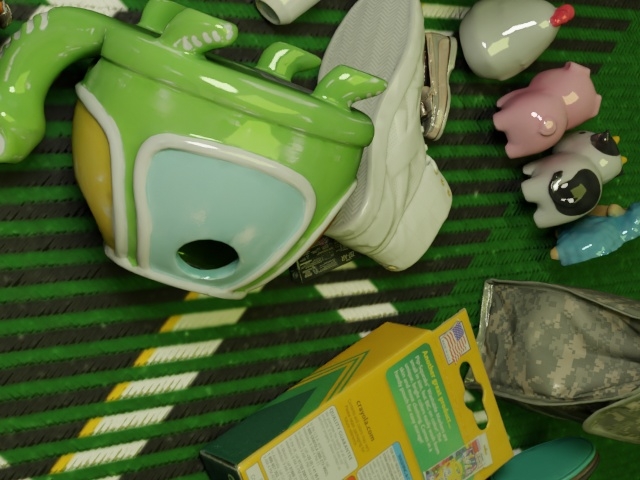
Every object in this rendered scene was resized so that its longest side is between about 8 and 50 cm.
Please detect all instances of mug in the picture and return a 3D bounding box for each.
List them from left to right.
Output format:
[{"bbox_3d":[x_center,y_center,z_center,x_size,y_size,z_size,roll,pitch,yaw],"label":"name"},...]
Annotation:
[{"bbox_3d":[-0.038,-0.255,1.088,0.064,0.078,0.062,-49,151,-14],"label":"mug"}]

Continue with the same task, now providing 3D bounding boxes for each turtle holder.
[{"bbox_3d":[-0.117,-0.081,0.924,0.320,0.243,0.227,11,104,-45],"label":"turtle holder"}]

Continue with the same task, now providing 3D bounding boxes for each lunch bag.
[{"bbox_3d":[0.357,0.148,1.249,0.235,0.287,0.168,16,83,-36],"label":"lunch bag"}]

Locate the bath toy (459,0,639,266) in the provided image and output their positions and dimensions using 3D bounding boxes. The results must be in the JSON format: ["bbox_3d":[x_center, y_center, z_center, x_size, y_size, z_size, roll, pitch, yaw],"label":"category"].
[{"bbox_3d":[0.285,-0.143,1.278,0.348,0.129,0.151,61,27,-23],"label":"bath toy"}]

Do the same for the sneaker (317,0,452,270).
[{"bbox_3d":[0.076,-0.115,1.158,0.169,0.108,0.292,34,64,-51],"label":"sneaker"}]

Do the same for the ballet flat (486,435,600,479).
[{"bbox_3d":[0.217,0.326,1.287,0.281,0.095,0.096,-19,114,-23],"label":"ballet flat"}]

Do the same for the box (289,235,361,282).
[{"bbox_3d":[0.000,0.000,1.146,0.083,0.018,0.067,-24,106,-33],"label":"box"}]

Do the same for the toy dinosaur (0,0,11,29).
[{"bbox_3d":[-0.338,-0.138,0.762,0.322,0.218,0.164,-13,84,-76],"label":"toy dinosaur"}]

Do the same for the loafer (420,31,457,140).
[{"bbox_3d":[0.124,-0.175,1.216,0.039,0.045,0.125,14,78,-19],"label":"loafer"}]

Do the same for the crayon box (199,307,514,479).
[{"bbox_3d":[0.050,0.230,1.157,0.323,0.083,0.203,-31,110,-30],"label":"crayon box"}]
